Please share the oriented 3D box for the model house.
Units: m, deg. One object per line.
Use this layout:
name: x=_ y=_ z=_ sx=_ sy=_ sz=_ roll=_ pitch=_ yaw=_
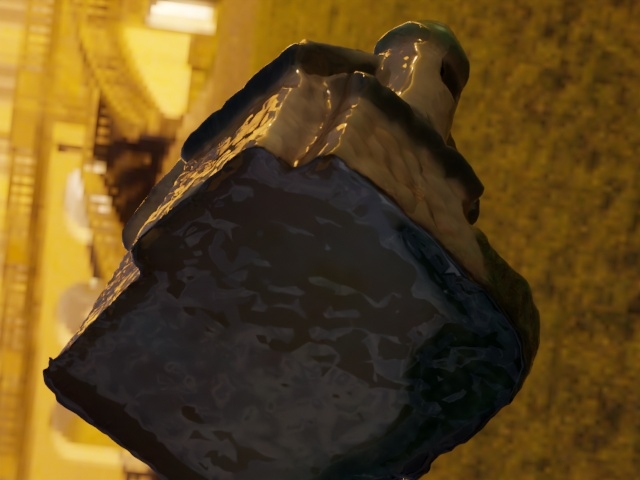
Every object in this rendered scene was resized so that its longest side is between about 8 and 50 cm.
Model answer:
model house: x=-0.002 y=-0.001 z=1.084 sx=0.298 sy=0.243 sz=0.284 roll=-38 pitch=22 yaw=33
